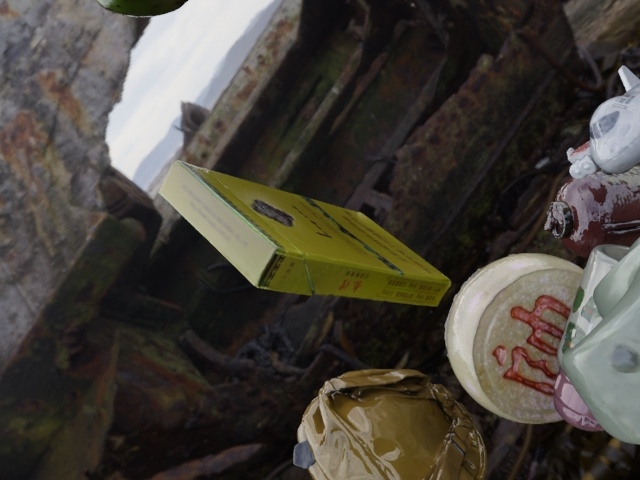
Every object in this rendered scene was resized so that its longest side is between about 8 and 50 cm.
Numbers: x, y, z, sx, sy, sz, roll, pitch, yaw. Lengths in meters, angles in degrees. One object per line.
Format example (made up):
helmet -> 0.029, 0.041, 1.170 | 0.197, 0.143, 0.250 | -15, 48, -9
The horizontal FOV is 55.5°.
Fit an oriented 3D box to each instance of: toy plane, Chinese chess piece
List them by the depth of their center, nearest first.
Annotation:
Chinese chess piece -> 0.336, 0.154, 0.973 | 0.270, 0.270, 0.112 | -51, 12, -1
toy plane -> 0.509, -0.198, 1.000 | 0.252, 0.118, 0.252 | -46, 2, 2

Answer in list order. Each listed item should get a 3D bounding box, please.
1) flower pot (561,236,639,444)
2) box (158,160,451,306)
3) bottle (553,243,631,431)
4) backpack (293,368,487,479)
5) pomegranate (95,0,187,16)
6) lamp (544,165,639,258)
flower pot -> 0.381, 0.013, 0.489 | 0.367, 0.164, 0.254 | -39, -7, 31
box -> 0.000, 0.000, 0.587 | 0.153, 0.279, 0.041 | 41, 109, 36
bottle -> 0.390, 0.139, 0.827 | 0.120, 0.120, 0.253 | -96, 16, -69
backpack -> 0.145, 0.392, 1.114 | 0.353, 0.378, 0.201 | 53, 124, 31
pomegranate -> -0.321, -0.485, 1.032 | 0.214, 0.214, 0.248 | -53, 39, -8
lamp -> 0.564, -0.053, 1.176 | 0.258, 0.180, 0.180 | -9, 13, -9
